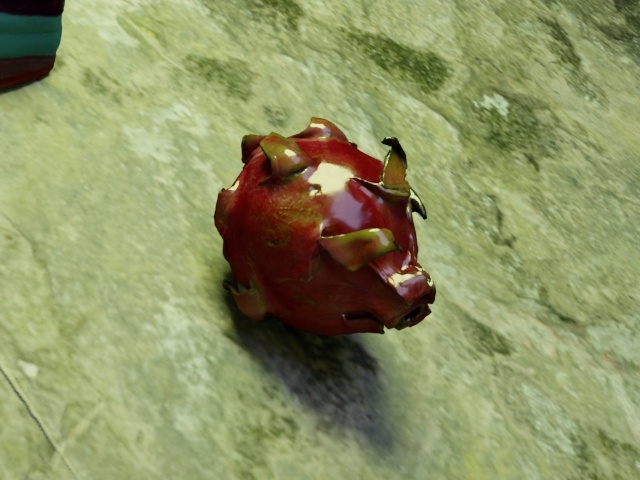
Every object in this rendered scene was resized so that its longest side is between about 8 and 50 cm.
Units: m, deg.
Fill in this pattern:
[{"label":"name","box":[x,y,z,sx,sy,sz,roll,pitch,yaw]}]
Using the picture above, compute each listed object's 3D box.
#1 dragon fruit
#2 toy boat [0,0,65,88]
[{"label":"dragon fruit","box":[0.000,0.000,1.150,0.133,0.136,0.166,-29,54,-22]},{"label":"toy boat","box":[-0.309,-0.146,1.095,0.392,0.079,0.136,1,46,-42]}]
